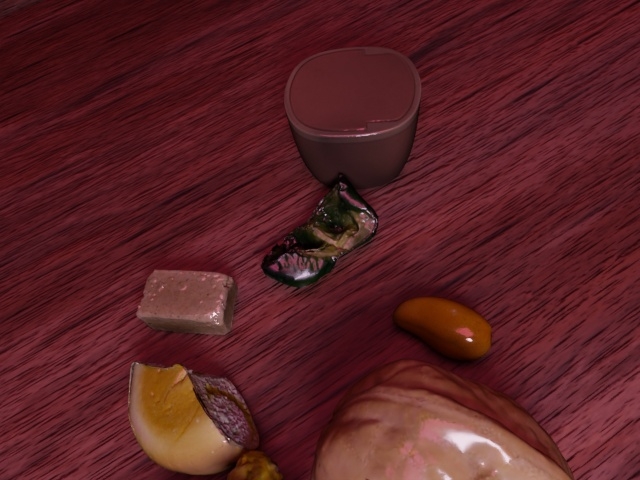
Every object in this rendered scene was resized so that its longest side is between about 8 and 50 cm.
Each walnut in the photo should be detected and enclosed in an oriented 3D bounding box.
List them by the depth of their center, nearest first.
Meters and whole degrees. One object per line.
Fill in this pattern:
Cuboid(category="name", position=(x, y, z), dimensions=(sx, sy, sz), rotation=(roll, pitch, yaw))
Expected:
Cuboid(category="walnut", position=(0.163, 0.350, 0.725), dimensions=(0.382, 0.381, 0.381), rotation=(-3, 57, 5))

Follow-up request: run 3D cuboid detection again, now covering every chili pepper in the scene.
Cuboid(category="chili pepper", position=(-0.003, 0.005, 1.102), dimensions=(0.264, 0.116, 0.148), rotation=(-42, 73, -17))

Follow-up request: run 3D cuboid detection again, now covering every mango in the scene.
Cuboid(category="mango", position=(0.226, 0.158, 0.981), dimensions=(0.184, 0.085, 0.102), rotation=(19, 66, 30))

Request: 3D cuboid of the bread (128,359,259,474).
Cuboid(category="bread", position=(-0.232, 0.305, 0.917), dimensions=(0.156, 0.158, 0.260), rotation=(-44, 57, 3))

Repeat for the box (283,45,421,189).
Cuboid(category="box", position=(0.079, -0.263, 1.189), dimensions=(0.301, 0.216, 0.300), rotation=(-4, 57, 7))

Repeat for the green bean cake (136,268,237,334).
Cuboid(category="green bean cake", position=(-0.264, 0.123, 1.064), dimensions=(0.179, 0.085, 0.109), rotation=(3, 57, 10))

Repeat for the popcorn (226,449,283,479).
Cuboid(category="popcorn", position=(-0.113, 0.456, 0.750), dimensions=(0.277, 0.225, 0.276), rotation=(-2, 61, 4))
